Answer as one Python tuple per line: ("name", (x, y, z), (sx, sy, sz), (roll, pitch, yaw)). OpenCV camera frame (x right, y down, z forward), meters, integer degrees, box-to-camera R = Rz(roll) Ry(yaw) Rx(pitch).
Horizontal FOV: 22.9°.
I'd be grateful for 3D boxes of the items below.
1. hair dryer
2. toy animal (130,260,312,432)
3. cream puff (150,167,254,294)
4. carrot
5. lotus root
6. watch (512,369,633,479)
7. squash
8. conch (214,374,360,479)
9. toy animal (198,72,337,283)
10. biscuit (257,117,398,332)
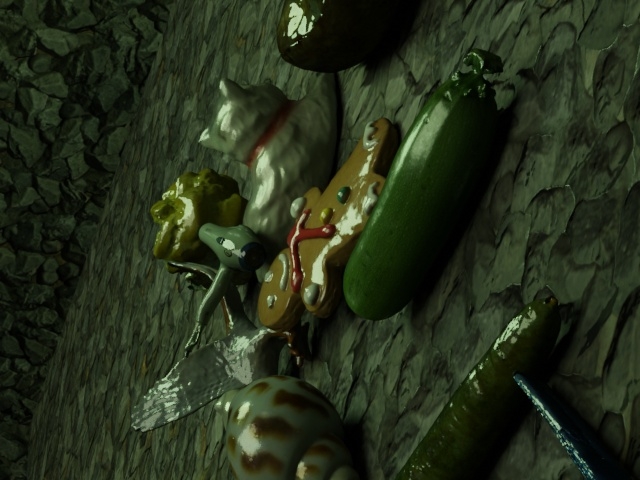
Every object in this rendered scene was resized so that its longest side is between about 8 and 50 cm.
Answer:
("hair dryer", (-0.161, 0.056, 2.308), (0.199, 0.067, 0.167), (-57, 29, 11))
("toy animal", (-0.112, 0.143, 2.311), (0.302, 0.225, 0.284), (-16, 68, 44))
("cream puff", (-0.177, -0.027, 2.543), (0.221, 0.195, 0.194), (51, -140, -60))
("carrot", (0.149, 0.182, 1.565), (0.074, 0.074, 0.358), (-98, 28, -49))
("lotus root", (0.032, -0.324, 2.159), (0.275, 0.152, 0.160), (128, 152, -67))
("watch", (0.219, 0.241, 1.333), (0.274, 0.068, 0.276), (148, 132, -73))
("squash", (0.118, -0.052, 1.785), (0.101, 0.101, 0.378), (-101, 30, -53))
("conch", (-0.036, 0.262, 1.977), (0.149, 0.183, 0.275), (-35, 41, 5))
("toy animal", (-0.092, -0.084, 2.354), (0.308, 0.188, 0.266), (-60, 33, 34))
("biscuit", (0.000, 0.000, 2.109), (0.339, 0.047, 0.216), (-47, 32, 39))
